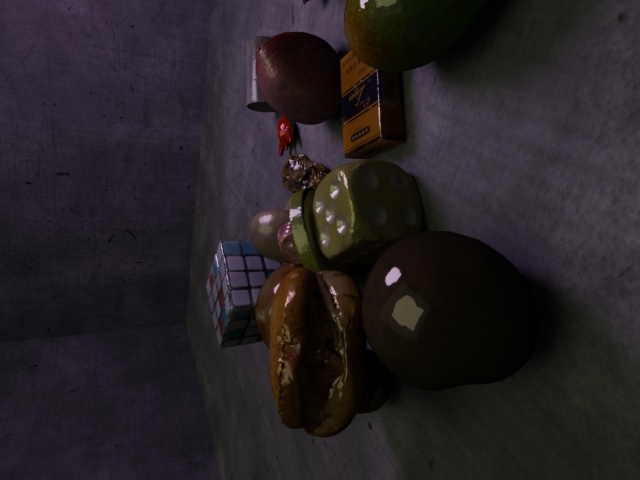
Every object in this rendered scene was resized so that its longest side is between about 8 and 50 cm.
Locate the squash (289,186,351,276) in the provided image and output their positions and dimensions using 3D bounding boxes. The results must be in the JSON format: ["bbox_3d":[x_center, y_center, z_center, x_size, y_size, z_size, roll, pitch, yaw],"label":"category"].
[{"bbox_3d":[0.000,0.000,0.938,0.048,0.252,0.252,-18,70,20],"label":"squash"}]

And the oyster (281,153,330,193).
[{"bbox_3d":[-0.053,-0.198,1.213,0.345,0.078,0.129,27,107,63],"label":"oyster"}]

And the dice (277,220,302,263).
[{"bbox_3d":[-0.050,-0.001,1.022,0.093,0.094,0.091,-88,-26,-65],"label":"dice"}]

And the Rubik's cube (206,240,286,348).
[{"bbox_3d":[-0.214,0.171,1.326,0.253,0.256,0.259,-62,40,43],"label":"Rubik's cube"}]

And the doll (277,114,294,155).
[{"bbox_3d":[-0.118,-0.378,1.334,0.109,0.057,0.169,150,115,-62],"label":"doll"}]

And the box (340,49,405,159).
[{"bbox_3d":[0.111,-0.313,0.887,0.152,0.070,0.238,-8,82,63],"label":"box"}]

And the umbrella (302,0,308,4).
[{"bbox_3d":[-0.038,-0.775,1.125,0.143,0.094,0.349,94,165,-53],"label":"umbrella"}]

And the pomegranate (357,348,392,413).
[{"bbox_3d":[0.082,0.312,0.892,0.169,0.148,0.149,88,169,-65],"label":"pomegranate"}]

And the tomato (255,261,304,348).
[{"bbox_3d":[-0.063,0.187,1.061,0.270,0.222,0.271,14,106,61],"label":"tomato"}]

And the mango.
[{"bbox_3d":[0.179,-0.420,0.613,0.382,0.201,0.225,-34,38,47],"label":"mango"}]

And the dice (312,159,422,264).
[{"bbox_3d":[0.090,-0.052,0.823,0.169,0.166,0.170,-39,56,57],"label":"dice"}]

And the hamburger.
[{"bbox_3d":[-0.011,0.199,0.744,0.314,0.170,0.290,137,139,-76],"label":"hamburger"}]

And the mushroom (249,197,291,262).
[{"bbox_3d":[-0.094,-0.034,1.164,0.206,0.206,0.209,23,90,61],"label":"mushroom"}]

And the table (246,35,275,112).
[{"bbox_3d":[-0.195,-0.573,1.405,0.126,0.126,0.220,2,93,63],"label":"table"}]

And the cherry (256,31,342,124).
[{"bbox_3d":[-0.061,-0.414,1.038,0.206,0.239,0.240,133,130,-63],"label":"cherry"}]

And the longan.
[{"bbox_3d":[0.181,0.106,0.594,0.248,0.248,0.249,4,94,63],"label":"longan"}]
